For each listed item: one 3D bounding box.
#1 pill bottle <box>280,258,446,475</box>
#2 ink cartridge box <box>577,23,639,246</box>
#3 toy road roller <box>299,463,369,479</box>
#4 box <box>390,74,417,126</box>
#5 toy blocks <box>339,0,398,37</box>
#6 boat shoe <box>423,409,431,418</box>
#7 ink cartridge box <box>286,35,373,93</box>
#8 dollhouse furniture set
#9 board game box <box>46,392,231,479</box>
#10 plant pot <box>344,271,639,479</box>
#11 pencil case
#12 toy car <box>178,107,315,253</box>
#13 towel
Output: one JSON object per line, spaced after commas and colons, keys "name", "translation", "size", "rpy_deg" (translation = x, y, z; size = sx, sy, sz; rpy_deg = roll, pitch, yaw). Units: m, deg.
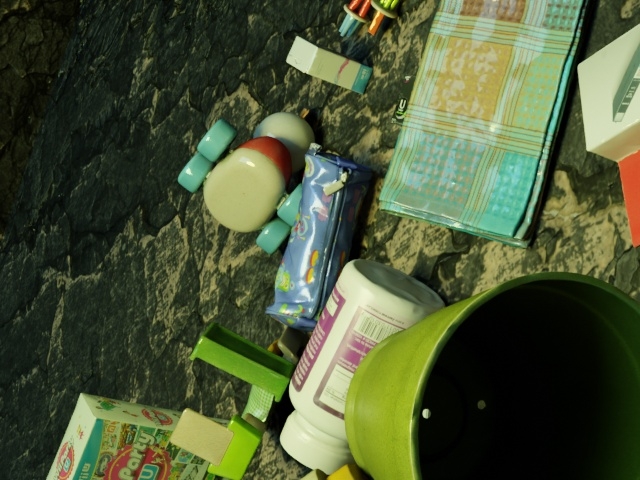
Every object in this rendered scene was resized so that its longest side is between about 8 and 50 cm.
{"name": "pill bottle", "translation": [0.055, 0.195, 2.025], "size": [0.302, 0.169, 0.169], "rpy_deg": [-65, 33, 15]}
{"name": "ink cartridge box", "translation": [0.455, -0.169, 1.663], "size": [0.296, 0.066, 0.261], "rpy_deg": [-34, 49, 46]}
{"name": "toy road roller", "translation": [0.038, 0.451, 1.825], "size": [0.202, 0.329, 0.241], "rpy_deg": [-36, 70, 5]}
{"name": "box", "translation": [0.159, -0.215, 2.147], "size": [0.062, 0.052, 0.083], "rpy_deg": [23, 96, 56]}
{"name": "toy blocks", "translation": [0.088, -0.400, 2.332], "size": [0.148, 0.054, 0.123], "rpy_deg": [-58, 35, 25]}
{"name": "boat shoe", "translation": [0.188, 0.209, 1.927], "size": [0.040, 0.049, 0.142], "rpy_deg": [38, 107, 55]}
{"name": "ink cartridge box", "translation": [0.015, -0.304, 2.338], "size": [0.088, 0.122, 0.052], "rpy_deg": [38, 109, 55]}
{"name": "dollhouse furniture set", "translation": [-0.138, 0.235, 2.191], "size": [0.301, 0.151, 0.198], "rpy_deg": [-58, -6, -78]}
{"name": "board game box", "translation": [-0.312, 0.406, 2.369], "size": [0.097, 0.303, 0.224], "rpy_deg": [42, 113, 55]}
{"name": "plant pot", "translation": [0.203, 0.227, 1.665], "size": [0.353, 0.366, 0.367], "rpy_deg": [171, 111, -69]}
{"name": "pencil case", "translation": [0.000, 0.000, 2.234], "size": [0.133, 0.119, 0.306], "rpy_deg": [-167, 91, -80]}
{"name": "toy car", "translation": [-0.089, -0.144, 2.417], "size": [0.238, 0.219, 0.210], "rpy_deg": [-52, 2, -37]}
{"name": "towel", "translation": [0.235, -0.193, 1.969], "size": [0.271, 0.040, 0.370], "rpy_deg": [15, 90, 40]}
